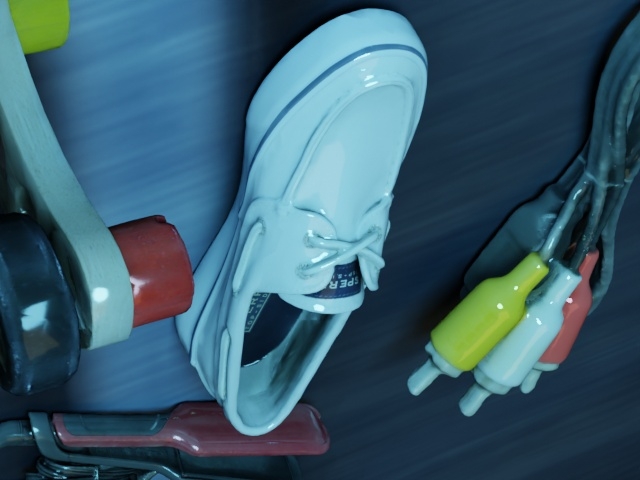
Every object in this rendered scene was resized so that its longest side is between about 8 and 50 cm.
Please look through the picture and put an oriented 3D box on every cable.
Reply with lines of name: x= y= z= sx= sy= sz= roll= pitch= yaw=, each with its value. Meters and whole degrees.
cable: x=0.163 y=-0.012 z=0.944 sx=0.139 sy=0.072 sz=0.287 roll=1 pitch=136 yaw=-41

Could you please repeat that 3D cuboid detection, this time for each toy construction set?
toy construction set: x=-0.121 y=-0.114 z=0.577 sx=0.309 sy=0.237 sz=0.257 roll=-37 pitch=116 yaw=-15

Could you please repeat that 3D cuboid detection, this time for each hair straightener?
hair straightener: x=-0.110 y=0.139 z=0.977 sx=0.230 sy=0.047 sz=0.089 roll=0 pitch=136 yaw=-32

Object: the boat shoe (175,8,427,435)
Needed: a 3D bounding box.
boat shoe: x=0.000 y=0.000 z=0.842 sx=0.095 sy=0.084 sz=0.258 roll=-6 pitch=139 yaw=-27
